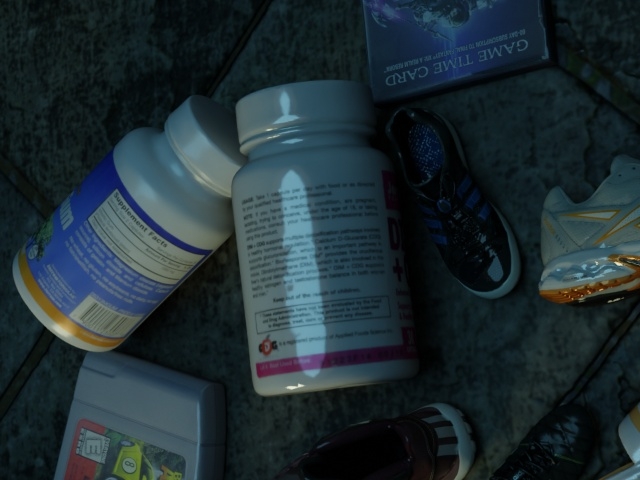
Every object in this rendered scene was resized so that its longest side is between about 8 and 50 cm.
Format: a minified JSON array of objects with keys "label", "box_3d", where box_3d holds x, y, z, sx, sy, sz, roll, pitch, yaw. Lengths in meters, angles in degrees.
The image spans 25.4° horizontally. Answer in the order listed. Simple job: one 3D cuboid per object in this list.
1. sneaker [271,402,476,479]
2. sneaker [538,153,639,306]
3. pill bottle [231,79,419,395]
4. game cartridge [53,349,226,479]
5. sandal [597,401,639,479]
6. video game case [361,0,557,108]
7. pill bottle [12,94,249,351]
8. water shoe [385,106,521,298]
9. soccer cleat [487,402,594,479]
[{"label":"sneaker","box_3d":[-0.002,0.232,1.334,0.281,0.162,0.106,-37,66,23]},{"label":"sneaker","box_3d":[0.301,-0.027,1.220,0.262,0.099,0.121,-15,72,29]},{"label":"pill bottle","box_3d":[0.000,0.000,1.354,0.160,0.160,0.283,-11,83,31]},{"label":"game cartridge","box_3d":[-0.200,0.277,1.521,0.196,0.060,0.294,13,91,29]},{"label":"sandal","box_3d":[0.332,0.130,1.183,0.265,0.102,0.076,-35,66,15]},{"label":"video game case","box_3d":[0.124,-0.284,1.403,0.196,0.026,0.274,-12,79,31]},{"label":"pill bottle","box_3d":[-0.184,-0.022,1.487,0.272,0.152,0.152,-44,64,20]},{"label":"water shoe","box_3d":[0.117,-0.034,1.342,0.073,0.080,0.203,-36,67,24]},{"label":"soccer cleat","box_3d":[0.180,0.220,1.275,0.060,0.072,0.179,45,107,28]}]
